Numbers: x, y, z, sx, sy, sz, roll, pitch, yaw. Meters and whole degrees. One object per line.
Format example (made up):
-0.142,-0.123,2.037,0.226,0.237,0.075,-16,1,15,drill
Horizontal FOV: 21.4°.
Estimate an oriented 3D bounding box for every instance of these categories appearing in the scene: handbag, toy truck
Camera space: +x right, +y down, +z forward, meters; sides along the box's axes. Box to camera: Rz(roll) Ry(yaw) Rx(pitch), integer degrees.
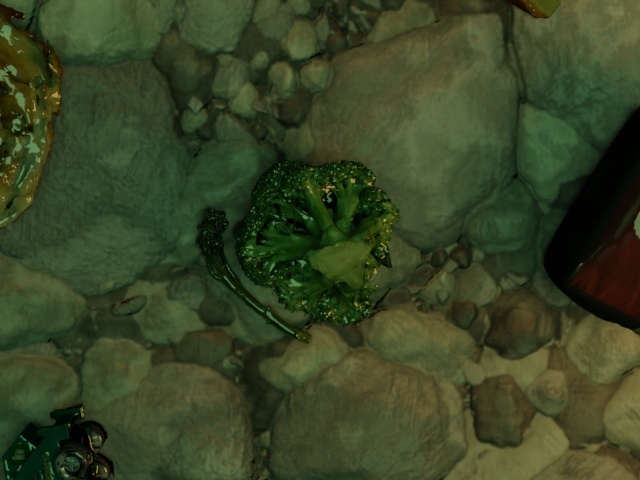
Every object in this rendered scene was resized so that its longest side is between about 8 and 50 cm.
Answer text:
0.389,-0.015,1.904,0.181,0.181,0.254,29,96,-9,handbag
-0.293,0.299,1.890,0.116,0.110,0.216,-7,100,6,toy truck

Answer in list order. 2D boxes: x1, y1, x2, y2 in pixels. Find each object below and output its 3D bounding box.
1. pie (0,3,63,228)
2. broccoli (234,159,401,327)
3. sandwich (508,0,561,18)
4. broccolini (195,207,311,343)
-0.416,-0.129,1.815,0.308,0.085,0.308,-1,99,-9,pie
0.000,0.000,1.863,0.195,0.156,0.195,-8,121,-13,broccoli
0.197,-0.353,1.909,0.117,0.144,0.187,-54,137,2,sandwich
-0.082,0.048,1.920,0.052,0.054,0.194,-29,110,30,broccolini
